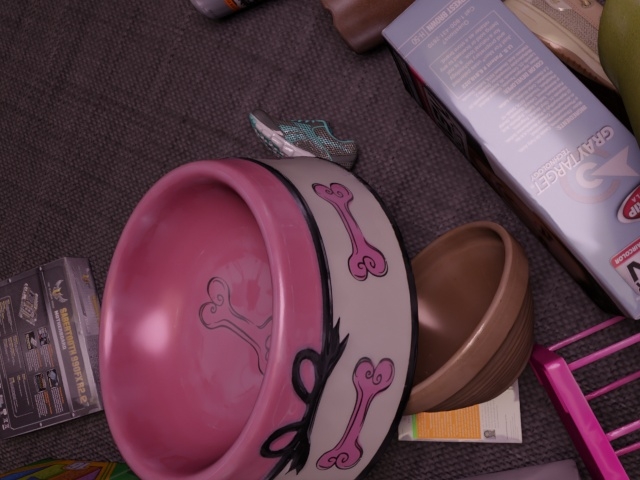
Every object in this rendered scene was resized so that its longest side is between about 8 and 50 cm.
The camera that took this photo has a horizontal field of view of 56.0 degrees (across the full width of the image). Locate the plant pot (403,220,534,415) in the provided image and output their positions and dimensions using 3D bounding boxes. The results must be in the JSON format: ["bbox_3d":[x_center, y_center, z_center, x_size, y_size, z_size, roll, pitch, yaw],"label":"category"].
[{"bbox_3d":[0.153,0.103,0.671,0.110,0.237,0.237,38,98,-15],"label":"plant pot"}]

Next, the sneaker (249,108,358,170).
[{"bbox_3d":[-0.020,-0.135,0.810,0.166,0.065,0.076,36,80,13],"label":"sneaker"}]

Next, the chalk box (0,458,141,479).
[{"bbox_3d":[-0.377,0.401,0.748,0.179,0.289,0.180,-3,86,16],"label":"chalk box"}]

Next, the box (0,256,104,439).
[{"bbox_3d":[-0.410,0.159,0.899,0.183,0.056,0.231,-20,81,14],"label":"box"}]

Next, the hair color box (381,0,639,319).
[{"bbox_3d":[0.236,-0.098,0.655,0.114,0.185,0.374,-40,76,10],"label":"hair color box"}]

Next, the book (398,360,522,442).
[{"bbox_3d":[0.167,0.194,0.736,0.144,0.035,0.096,-3,82,16],"label":"book"}]

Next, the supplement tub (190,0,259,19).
[{"bbox_3d":[-0.091,-0.386,0.812,0.190,0.117,0.117,-18,81,15],"label":"supplement tub"}]

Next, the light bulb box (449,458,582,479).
[{"bbox_3d":[0.185,0.443,0.542,0.225,0.358,0.361,-17,82,17],"label":"light bulb box"}]

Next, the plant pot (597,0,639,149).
[{"bbox_3d":[0.379,-0.089,0.392,0.367,0.366,0.353,-27,53,13],"label":"plant pot"}]

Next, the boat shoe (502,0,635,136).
[{"bbox_3d":[0.338,-0.204,0.677,0.098,0.109,0.302,-48,69,10],"label":"boat shoe"}]

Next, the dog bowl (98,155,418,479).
[{"bbox_3d":[-0.100,0.091,0.662,0.408,0.150,0.407,-10,75,44],"label":"dog bowl"}]

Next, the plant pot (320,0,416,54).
[{"bbox_3d":[0.088,-0.325,0.740,0.165,0.167,0.167,-27,79,22],"label":"plant pot"}]

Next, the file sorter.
[{"bbox_3d":[0.361,0.210,0.590,0.182,0.202,0.290,-27,79,10],"label":"file sorter"}]
